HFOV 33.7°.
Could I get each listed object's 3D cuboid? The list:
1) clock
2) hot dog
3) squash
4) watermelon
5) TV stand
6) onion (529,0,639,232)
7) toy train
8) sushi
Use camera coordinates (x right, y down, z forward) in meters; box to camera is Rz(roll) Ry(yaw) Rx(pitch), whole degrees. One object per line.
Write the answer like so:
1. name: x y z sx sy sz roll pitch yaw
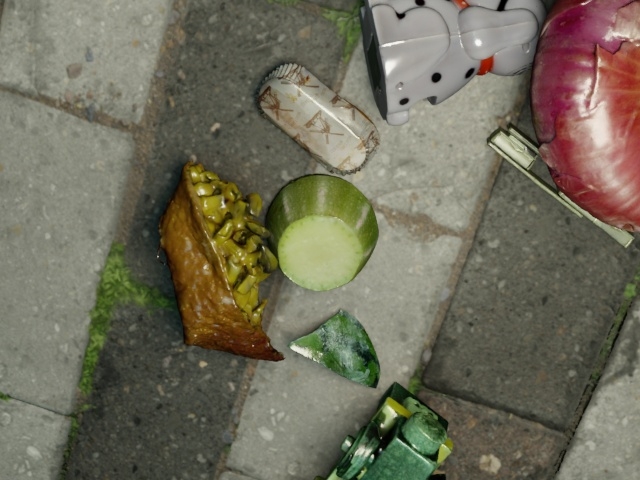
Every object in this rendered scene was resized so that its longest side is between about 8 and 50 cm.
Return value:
1. clock: 0.185 -0.267 1.380 0.253 0.189 0.189 -16 106 -1
2. hot dog: -0.002 -0.169 1.483 0.191 0.059 0.108 38 122 -10
3. squash: 0.000 0.000 1.513 0.170 0.123 0.170 1 111 1
4. watermelon: 0.034 0.168 1.601 0.155 0.080 0.101 36 74 -3
5. TV stand: 0.342 -0.077 1.481 0.249 0.036 0.042 37 107 -6
6. onion: 0.390 -0.183 1.342 0.347 0.285 0.348 -1 91 -31
7. toy train: 0.056 0.384 1.557 0.160 0.253 0.397 36 109 1
8. sushi: -0.137 0.032 1.508 0.179 0.167 0.296 -14 79 9
